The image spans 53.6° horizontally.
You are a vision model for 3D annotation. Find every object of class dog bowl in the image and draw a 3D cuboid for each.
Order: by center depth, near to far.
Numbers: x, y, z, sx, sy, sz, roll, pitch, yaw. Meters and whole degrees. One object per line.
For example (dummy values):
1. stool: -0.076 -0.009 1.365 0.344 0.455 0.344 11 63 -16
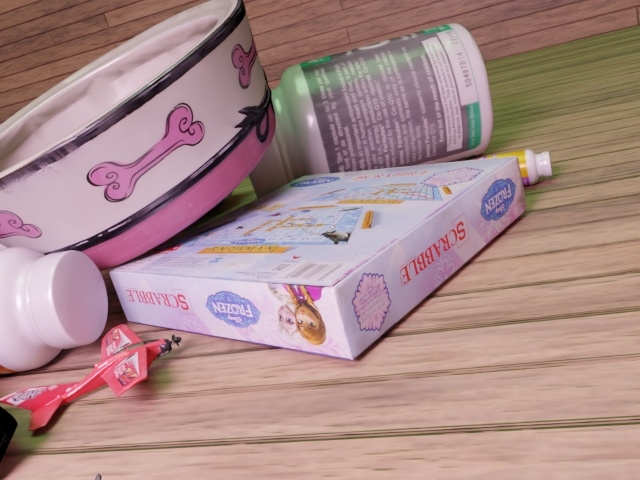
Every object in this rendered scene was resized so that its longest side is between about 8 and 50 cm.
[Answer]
1. dog bowl: -0.233 -0.121 0.759 0.407 0.150 0.408 -23 31 15

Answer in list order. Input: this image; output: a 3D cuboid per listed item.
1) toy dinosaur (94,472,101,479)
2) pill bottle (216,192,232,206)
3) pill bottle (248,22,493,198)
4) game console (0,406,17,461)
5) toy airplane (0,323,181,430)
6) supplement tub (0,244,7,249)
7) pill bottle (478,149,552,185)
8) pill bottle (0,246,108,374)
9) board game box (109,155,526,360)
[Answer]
1. toy dinosaur: -0.093 0.166 0.240 0.268 0.064 0.118 -29 28 -30
2. pill bottle: -0.243 -0.103 1.067 0.146 0.146 0.264 -2 21 37
3. pill bottle: 0.058 -0.185 0.965 0.360 0.204 0.204 -15 17 -1
4. game console: -0.397 0.202 0.411 0.213 0.044 0.361 3 25 47
5. toy airplane: -0.187 0.114 0.531 0.151 0.028 0.151 -15 16 4
6. supplement tub: -0.528 -0.056 1.022 0.228 0.228 0.316 -28 21 -36
7. pill bottle: 0.237 -0.086 0.773 0.083 0.043 0.043 -9 18 22
8. pill bottle: -0.329 0.074 0.622 0.216 0.121 0.121 -11 17 12
9. board game box: 0.000 0.000 0.665 0.318 0.066 0.318 1 24 43
